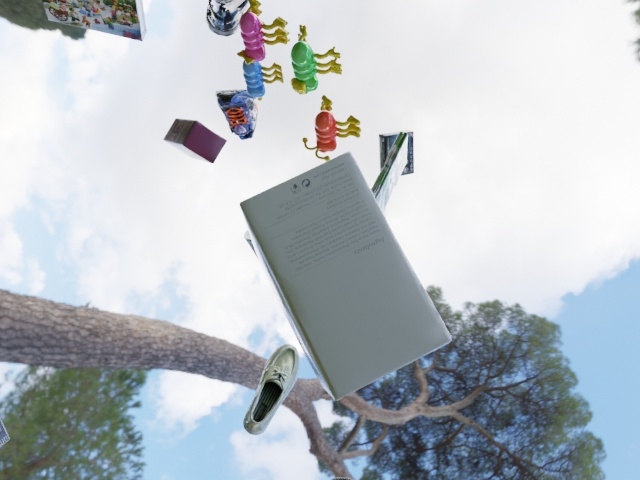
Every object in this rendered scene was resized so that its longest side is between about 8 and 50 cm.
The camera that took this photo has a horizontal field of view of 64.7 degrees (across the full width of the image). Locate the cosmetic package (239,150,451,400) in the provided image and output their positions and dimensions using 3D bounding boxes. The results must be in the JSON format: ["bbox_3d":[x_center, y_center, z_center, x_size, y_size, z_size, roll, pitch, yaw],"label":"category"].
[{"bbox_3d":[0.017,0.054,0.609,0.138,0.224,0.224,-27,-101,-9],"label":"cosmetic package"}]

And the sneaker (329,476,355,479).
[{"bbox_3d":[0.079,0.414,0.739,0.170,0.051,0.089,20,-63,3],"label":"sneaker"}]

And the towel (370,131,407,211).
[{"bbox_3d":[0.113,-0.102,0.882,0.023,0.113,0.152,23,-105,14],"label":"towel"}]

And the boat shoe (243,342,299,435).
[{"bbox_3d":[-0.133,0.435,1.513,0.302,0.109,0.094,-65,-176,-38],"label":"boat shoe"}]

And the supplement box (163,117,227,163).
[{"bbox_3d":[-0.360,-0.286,1.441,0.188,0.104,0.080,23,-97,54],"label":"supplement box"}]

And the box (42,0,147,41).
[{"bbox_3d":[-0.547,-0.578,1.210,0.233,0.159,0.044,11,-118,-5],"label":"box"}]

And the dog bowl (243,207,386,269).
[{"bbox_3d":[0.000,0.000,1.433,0.408,0.408,0.150,-4,-73,34],"label":"dog bowl"}]

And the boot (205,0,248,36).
[{"bbox_3d":[-0.132,-0.469,0.818,0.178,0.085,0.236,-147,-107,-78],"label":"boot"}]

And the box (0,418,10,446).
[{"bbox_3d":[-0.692,0.253,0.880,0.216,0.060,0.270,-5,-69,19],"label":"box"}]

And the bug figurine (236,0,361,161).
[{"bbox_3d":[-0.058,-0.262,0.829,0.072,0.216,0.279,-40,-117,-18],"label":"bug figurine"}]

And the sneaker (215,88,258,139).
[{"bbox_3d":[-0.180,-0.284,1.147,0.083,0.221,0.087,-3,-91,6],"label":"sneaker"}]

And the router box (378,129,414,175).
[{"bbox_3d":[0.210,-0.238,1.394,0.038,0.092,0.122,-145,-135,-60],"label":"router box"}]
